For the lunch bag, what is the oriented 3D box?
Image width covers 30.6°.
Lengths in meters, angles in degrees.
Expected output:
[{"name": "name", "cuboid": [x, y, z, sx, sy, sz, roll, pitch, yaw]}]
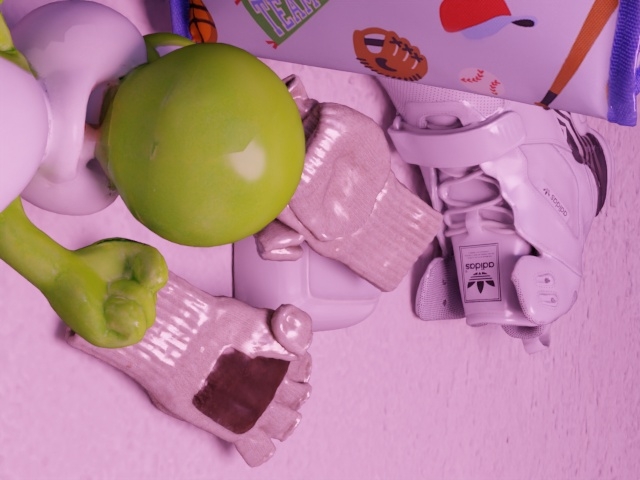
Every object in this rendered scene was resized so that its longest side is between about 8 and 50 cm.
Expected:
[{"name": "lunch bag", "cuboid": [0.068, -0.290, 0.676, 0.239, 0.328, 0.385, -49, 146, -49]}]

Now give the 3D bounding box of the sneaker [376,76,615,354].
[{"name": "sneaker", "cuboid": [0.135, -0.048, 0.984, 0.366, 0.137, 0.210, 37, 61, -46]}]

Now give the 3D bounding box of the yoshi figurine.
[{"name": "yoshi figurine", "cuboid": [-0.133, -0.049, 0.565, 0.203, 0.203, 0.362, 55, 32, 9]}]

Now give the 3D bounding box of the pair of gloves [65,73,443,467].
[{"name": "pair of gloves", "cuboid": [-0.028, 0.024, 0.785, 0.240, 0.042, 0.204, -50, 133, -6]}]

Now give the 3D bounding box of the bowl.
[{"name": "bowl", "cuboid": [0.000, 0.000, 0.888, 0.142, 0.053, 0.142, 6, 85, -49]}]
